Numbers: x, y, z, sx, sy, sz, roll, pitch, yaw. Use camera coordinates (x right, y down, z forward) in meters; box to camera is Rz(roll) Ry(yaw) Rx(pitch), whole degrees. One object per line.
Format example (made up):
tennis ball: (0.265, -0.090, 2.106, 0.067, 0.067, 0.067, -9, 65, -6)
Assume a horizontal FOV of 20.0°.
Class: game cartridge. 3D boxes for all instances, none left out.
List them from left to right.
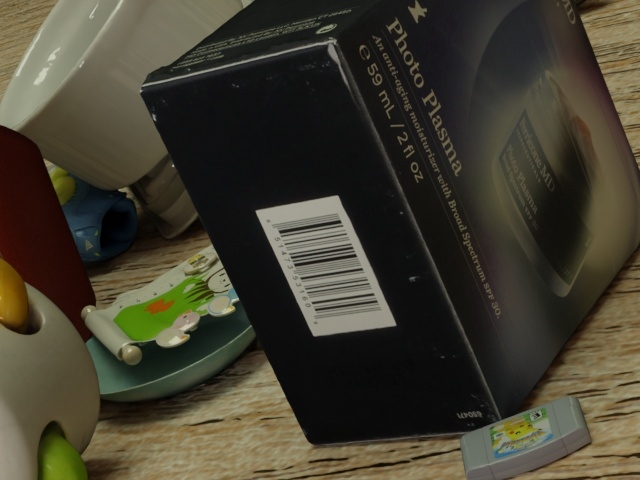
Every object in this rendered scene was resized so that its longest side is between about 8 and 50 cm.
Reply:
game cartridge: (0.130, 0.129, 1.164, 0.083, 0.017, 0.056, -22, 23, 7)

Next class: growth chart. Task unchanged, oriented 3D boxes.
growth chart: (-0.096, 0.030, 1.569, 0.237, 0.021, 0.172, -33, 22, -22)

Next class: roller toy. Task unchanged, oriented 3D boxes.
roller toy: (-0.273, 0.120, 1.384, 0.191, 0.209, 0.146, -19, 18, 32)

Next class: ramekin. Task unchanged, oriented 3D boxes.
ramekin: (-0.201, -0.184, 1.860, 0.277, 0.135, 0.277, -45, 23, 25)

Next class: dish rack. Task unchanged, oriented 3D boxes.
dish rack: (-0.131, -0.162, 1.962, 0.285, 0.072, 0.333, -53, 22, 3)

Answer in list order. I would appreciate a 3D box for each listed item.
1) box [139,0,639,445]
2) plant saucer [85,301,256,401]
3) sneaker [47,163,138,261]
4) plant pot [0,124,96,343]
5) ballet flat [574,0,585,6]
box: (0.072, -0.060, 1.301, 0.182, 0.296, 0.294, -9, 24, 37)
plant saucer: (-0.119, 0.089, 1.528, 0.195, 0.037, 0.195, -22, 19, 8)
sneaker: (-0.242, -0.025, 1.935, 0.126, 0.091, 0.240, 0, 25, 12)
plant pot: (-0.349, 0.035, 1.650, 0.267, 0.267, 0.236, -17, 7, 19)
ballet flat: (0.202, -0.289, 2.068, 0.280, 0.095, 0.096, -12, 11, 32)
